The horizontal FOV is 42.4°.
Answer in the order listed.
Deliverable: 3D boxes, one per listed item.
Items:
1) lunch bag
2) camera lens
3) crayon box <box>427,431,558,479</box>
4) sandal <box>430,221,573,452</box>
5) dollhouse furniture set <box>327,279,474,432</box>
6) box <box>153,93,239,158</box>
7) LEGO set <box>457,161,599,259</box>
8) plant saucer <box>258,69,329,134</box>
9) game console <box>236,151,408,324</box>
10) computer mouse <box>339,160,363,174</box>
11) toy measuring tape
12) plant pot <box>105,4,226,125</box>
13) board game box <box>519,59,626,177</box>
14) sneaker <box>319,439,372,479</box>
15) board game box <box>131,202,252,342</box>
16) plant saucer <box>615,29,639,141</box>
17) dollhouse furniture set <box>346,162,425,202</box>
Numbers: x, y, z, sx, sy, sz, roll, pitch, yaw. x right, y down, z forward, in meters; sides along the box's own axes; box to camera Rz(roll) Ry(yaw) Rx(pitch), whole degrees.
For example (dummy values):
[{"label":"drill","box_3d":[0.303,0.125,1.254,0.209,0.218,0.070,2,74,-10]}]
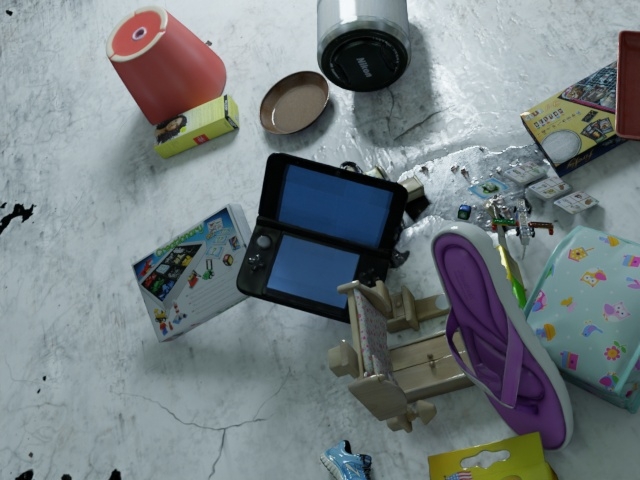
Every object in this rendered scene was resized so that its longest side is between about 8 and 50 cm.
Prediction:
[{"label":"lunch bag","box_3d":[0.477,0.117,1.379,0.223,0.160,0.262,24,80,39]},{"label":"camera lens","box_3d":[0.100,-0.507,1.951,0.219,0.219,0.274,-14,54,21]},{"label":"crayon box","box_3d":[0.292,0.481,1.293,0.202,0.081,0.319,-17,54,19]},{"label":"sandal","box_3d":[0.270,0.173,1.346,0.102,0.417,0.169,-29,5,-34]},{"label":"dollhouse furniture set","box_3d":[0.149,0.137,1.417,0.173,0.355,0.303,-19,52,16]},{"label":"box","box_3d":[-0.327,-0.297,2.157,0.232,0.058,0.087,-20,52,15]},{"label":"LEGO set","box_3d":[0.381,-0.060,1.575,0.244,0.060,0.182,-22,43,-29]},{"label":"plant saucer","box_3d":[-0.060,-0.335,2.049,0.198,0.036,0.199,-14,55,21]},{"label":"game console","box_3d":[0.000,0.000,1.635,0.292,0.173,0.250,15,64,5]},{"label":"computer mouse","box_3d":[0.071,-0.083,1.817,0.071,0.041,0.242,-8,48,9]},{"label":"toy measuring tape","box_3d":[0.310,0.059,1.548,0.121,0.121,0.330,-20,39,16]},{"label":"plant pot","box_3d":[-0.423,-0.474,2.205,0.274,0.243,0.275,-14,55,20]},{"label":"board game box","box_3d":[0.547,-0.251,1.653,0.243,0.042,0.165,-29,51,10]},{"label":"sneaker","box_3d":[0.068,0.416,1.473,0.073,0.063,0.162,-43,50,-7]},{"label":"board game box","box_3d":[-0.264,0.074,1.795,0.305,0.053,0.193,-29,75,26]},{"label":"plant saucer","box_3d":[0.685,-0.273,1.546,0.258,0.048,0.259,7,62,10]},{"label":"dollhouse furniture set","box_3d":[0.101,-0.143,1.763,0.181,0.101,0.161,-25,48,-8]}]
